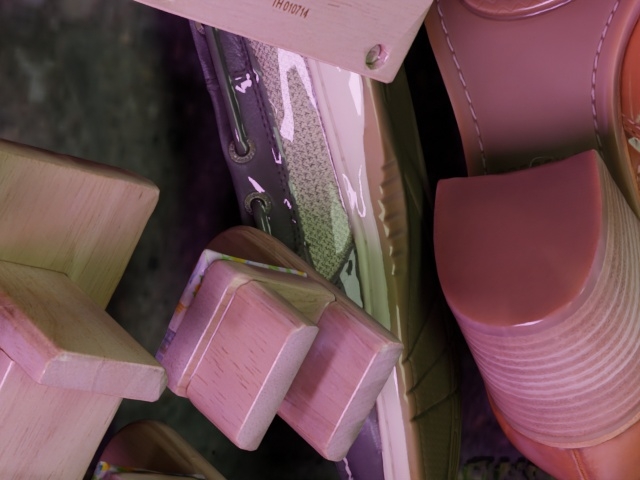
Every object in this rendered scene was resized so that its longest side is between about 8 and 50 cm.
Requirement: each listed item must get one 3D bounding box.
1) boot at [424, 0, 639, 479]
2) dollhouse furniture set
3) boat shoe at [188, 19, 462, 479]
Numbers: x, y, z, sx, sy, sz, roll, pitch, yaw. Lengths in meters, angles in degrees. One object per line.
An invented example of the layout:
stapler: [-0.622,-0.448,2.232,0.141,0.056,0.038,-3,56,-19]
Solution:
boot: [0.123,-0.030,0.773,0.220,0.109,0.283,53,34,-52]
dollhouse furniture set: [-0.094,-0.018,0.557,0.212,0.161,0.242,13,108,-46]
boat shoe: [0.000,0.000,0.671,0.080,0.073,0.223,-45,127,-69]
